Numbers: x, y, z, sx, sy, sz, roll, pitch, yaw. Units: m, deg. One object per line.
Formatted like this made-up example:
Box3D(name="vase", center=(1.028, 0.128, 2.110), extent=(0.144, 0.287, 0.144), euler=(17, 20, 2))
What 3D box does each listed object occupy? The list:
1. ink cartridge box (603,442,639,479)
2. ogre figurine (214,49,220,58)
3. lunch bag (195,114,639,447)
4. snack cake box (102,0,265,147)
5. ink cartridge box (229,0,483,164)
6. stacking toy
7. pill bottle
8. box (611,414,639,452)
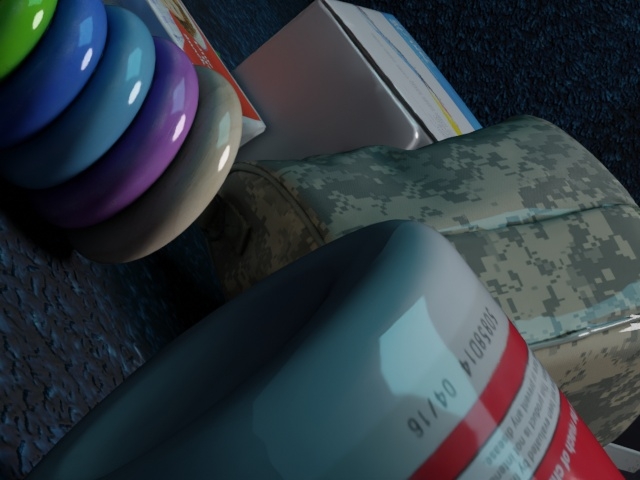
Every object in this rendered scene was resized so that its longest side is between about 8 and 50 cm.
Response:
Box3D(name="ink cartridge box", center=(0.262, 0.262, 1.292), extent=(0.100, 0.172, 0.237), euler=(21, -5, -32))
Box3D(name="ogre figurine", center=(-0.163, -0.220, 1.467), extent=(0.118, 0.097, 0.197), euler=(84, -18, -85))
Box3D(name="lunch bag", center=(0.089, 0.032, 1.163), extent=(0.305, 0.212, 0.256), euler=(-10, 56, -30))
Box3D(name="snack cake box", center=(-0.165, -0.179, 1.318), extent=(0.264, 0.089, 0.152), euler=(56, 7, 6))
Box3D(name="ink cartridge box", center=(0.022, -0.087, 1.500), extent=(0.197, 0.198, 0.270), euler=(53, 15, 6))
Box3D(name="stacking toy", center=(-0.199, -0.124, 0.894), extent=(0.330, 0.141, 0.141), euler=(39, 16, -35))
Box3D(name="pill bottle", center=(0.069, 0.213, 0.661), extent=(0.407, 0.229, 0.229), euler=(53, 9, -9))
Box3D(name="box", center=(0.221, 0.121, 1.594), extent=(0.296, 0.183, 0.294), euler=(51, -2, -6))
